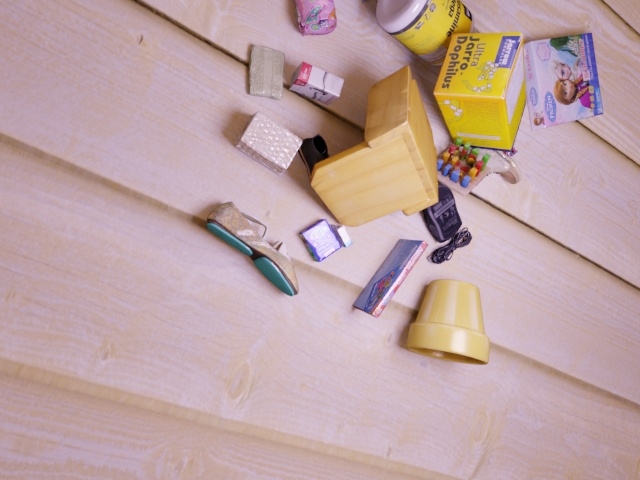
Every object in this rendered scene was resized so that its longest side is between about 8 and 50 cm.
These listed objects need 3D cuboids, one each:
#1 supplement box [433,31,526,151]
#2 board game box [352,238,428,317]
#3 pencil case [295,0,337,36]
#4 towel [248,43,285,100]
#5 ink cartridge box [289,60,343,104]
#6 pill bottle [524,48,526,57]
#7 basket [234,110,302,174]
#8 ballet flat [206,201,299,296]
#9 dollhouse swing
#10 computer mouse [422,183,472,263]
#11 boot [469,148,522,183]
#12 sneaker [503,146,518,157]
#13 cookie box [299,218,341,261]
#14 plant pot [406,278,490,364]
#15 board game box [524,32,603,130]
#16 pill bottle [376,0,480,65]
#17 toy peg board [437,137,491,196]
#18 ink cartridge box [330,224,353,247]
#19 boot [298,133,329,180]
[{"bbox_3d":[0.507,-0.443,1.244,0.356,0.195,0.194,26,82,-59],"label":"supplement box"},{"bbox_3d":[0.222,0.114,1.286,0.027,0.145,0.281,40,80,-16],"label":"board game box"},{"bbox_3d":[-0.034,-0.751,1.174,0.124,0.124,0.284,-15,99,-18],"label":"pencil case"},{"bbox_3d":[-0.160,-0.497,1.190,0.110,0.027,0.148,3,91,-18],"label":"towel"},{"bbox_3d":[-0.012,-0.468,1.204,0.135,0.099,0.056,17,87,-19],"label":"ink cartridge box"},{"bbox_3d":[0.663,-0.626,1.439,0.087,0.087,0.160,46,78,-15],"label":"pill bottle"},{"bbox_3d":[-0.147,-0.282,1.163,0.167,0.103,0.113,31,83,-19],"label":"basket"},{"bbox_3d":[-0.169,0.019,1.169,0.348,0.123,0.123,43,79,-16],"label":"ballet flat"},{"bbox_3d":[0.167,-0.256,1.218,0.347,0.305,0.315,47,42,-48],"label":"dollhouse swing"},{"bbox_3d":[0.414,-0.069,1.392,0.188,0.072,0.272,-32,114,-17],"label":"computer mouse"},{"bbox_3d":[0.608,-0.246,1.441,0.213,0.077,0.165,46,77,-8],"label":"boot"},{"bbox_3d":[0.696,-0.351,1.473,0.042,0.067,0.118,18,86,-19],"label":"sneaker"},{"bbox_3d":[0.000,0.000,1.259,0.092,0.040,0.107,-33,102,-15],"label":"cookie box"},{"bbox_3d":[0.428,0.263,1.325,0.254,0.254,0.239,19,71,-19],"label":"plant pot"},{"bbox_3d":[0.929,-0.611,1.544,0.318,0.066,0.319,-17,98,-18],"label":"board game box"},{"bbox_3d":[0.346,-0.663,1.233,0.334,0.188,0.188,13,88,-38],"label":"pill bottle"},{"bbox_3d":[0.466,-0.256,1.333,0.161,0.079,0.160,38,63,22],"label":"toy peg board"},{"bbox_3d":[0.067,-0.021,1.277,0.028,0.048,0.083,-31,102,-15],"label":"ink cartridge box"},{"bbox_3d":[0.008,-0.220,1.202,0.077,0.137,0.198,-39,104,-13],"label":"boot"}]
